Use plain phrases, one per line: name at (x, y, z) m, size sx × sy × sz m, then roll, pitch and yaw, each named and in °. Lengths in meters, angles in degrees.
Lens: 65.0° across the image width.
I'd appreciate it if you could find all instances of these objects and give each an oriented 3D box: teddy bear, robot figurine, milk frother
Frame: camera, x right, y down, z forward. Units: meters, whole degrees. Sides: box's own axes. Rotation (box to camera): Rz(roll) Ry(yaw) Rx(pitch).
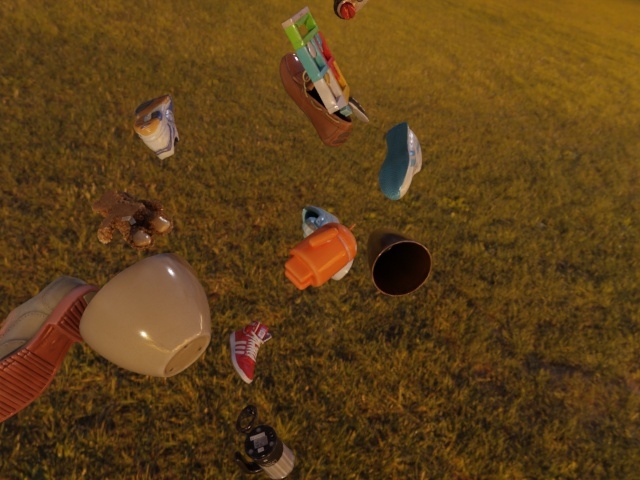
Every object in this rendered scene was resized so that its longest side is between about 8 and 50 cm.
teddy bear at (-0.688, -0.069, 1.845) m, size 0.338 × 0.113 × 0.245 m, roll 13°, pitch 58°, yaw 21°
robot figurine at (0.008, 0.035, 1.329) m, size 0.219 × 0.158 × 0.128 m, roll -37°, pitch 29°, yaw -24°
milk frother at (-0.143, 0.503, 1.260) m, size 0.129 × 0.134 × 0.143 m, roll -9°, pitch 44°, yaw 14°

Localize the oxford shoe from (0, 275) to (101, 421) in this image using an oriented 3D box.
oxford shoe at (-0.666, 0.245, 1.124) m, size 0.147 × 0.140 × 0.397 m, roll 21°, pitch 55°, yaw 26°

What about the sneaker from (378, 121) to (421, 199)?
sneaker at (0.204, -0.183, 1.219) m, size 0.092 × 0.088 × 0.228 m, roll 42°, pitch 48°, yaw -34°

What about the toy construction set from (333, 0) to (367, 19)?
toy construction set at (0.124, -0.653, 1.115) m, size 0.238 × 0.257 × 0.309 m, roll -13°, pitch 16°, yaw 5°

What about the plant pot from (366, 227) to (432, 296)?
plant pot at (0.253, 0.050, 1.803) m, size 0.216 × 0.215 × 0.230 m, roll 6°, pitch 23°, yaw -16°

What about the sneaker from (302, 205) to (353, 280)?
sneaker at (0.000, 0.000, 1.732) m, size 0.150 × 0.135 × 0.366 m, roll 27°, pitch 20°, yaw -26°

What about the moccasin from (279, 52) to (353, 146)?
moccasin at (-0.015, -0.487, 1.657) m, size 0.139 × 0.147 × 0.379 m, roll -9°, pitch 60°, yaw -34°

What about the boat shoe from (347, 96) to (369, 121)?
boat shoe at (0.144, -0.496, 1.905) m, size 0.125 × 0.038 × 0.046 m, roll 33°, pitch -15°, yaw -31°

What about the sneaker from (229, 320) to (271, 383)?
sneaker at (-0.112, 0.177, 0.828) m, size 0.067 × 0.042 × 0.118 m, roll -33°, pitch 34°, yaw 2°

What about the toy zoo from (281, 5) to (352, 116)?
toy zoo at (0.006, -0.460, 1.330) m, size 0.030 × 0.293 × 0.192 m, roll -20°, pitch 27°, yaw 24°

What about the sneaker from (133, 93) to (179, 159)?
sneaker at (-0.497, -0.350, 1.548) m, size 0.112 × 0.130 × 0.296 m, roll -20°, pitch 36°, yaw 7°

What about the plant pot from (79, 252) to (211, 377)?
plant pot at (-0.362, 0.196, 1.141) m, size 0.191 × 0.284 × 0.284 m, roll 43°, pitch 41°, yaw 19°
